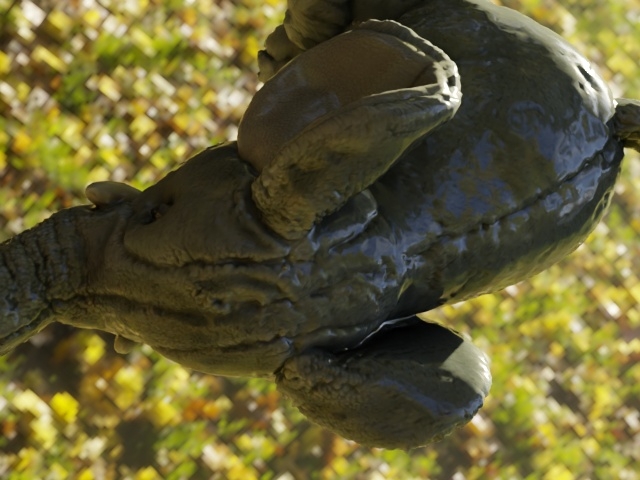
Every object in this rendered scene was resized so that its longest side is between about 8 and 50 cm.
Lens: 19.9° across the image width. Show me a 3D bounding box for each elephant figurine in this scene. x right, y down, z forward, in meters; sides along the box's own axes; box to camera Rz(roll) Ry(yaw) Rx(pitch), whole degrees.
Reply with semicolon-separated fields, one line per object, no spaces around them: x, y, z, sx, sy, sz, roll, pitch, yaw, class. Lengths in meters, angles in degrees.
0.000;0.000;0.667;0.169;0.186;0.239;47;39;-1;elephant figurine
